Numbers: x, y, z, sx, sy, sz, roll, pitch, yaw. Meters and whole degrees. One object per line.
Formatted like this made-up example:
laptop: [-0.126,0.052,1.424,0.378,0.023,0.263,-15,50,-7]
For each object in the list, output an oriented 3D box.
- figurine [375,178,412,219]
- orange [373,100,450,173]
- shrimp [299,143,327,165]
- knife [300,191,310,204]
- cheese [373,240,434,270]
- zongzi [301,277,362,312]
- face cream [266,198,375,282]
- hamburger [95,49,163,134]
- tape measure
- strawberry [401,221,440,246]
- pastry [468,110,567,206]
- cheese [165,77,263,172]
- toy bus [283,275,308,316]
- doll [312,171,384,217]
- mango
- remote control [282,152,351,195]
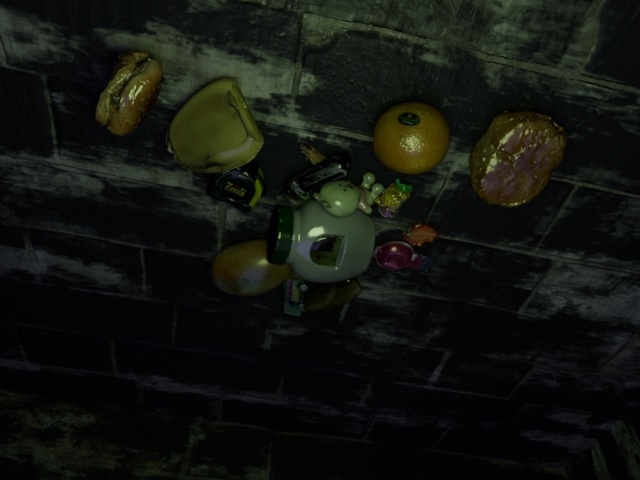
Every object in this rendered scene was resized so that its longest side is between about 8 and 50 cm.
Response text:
figurine: [0.246,-0.160,1.641,0.114,0.095,0.156,33,146,2]
orange: [0.276,-0.308,1.423,0.236,0.236,0.237,1,131,2]
shrimp: [-0.031,-0.255,1.606,0.178,0.034,0.124,31,129,-33]
knife: [-0.062,-0.126,1.730,0.054,0.015,0.212,2,131,1]
cheese: [0.324,0.067,1.847,0.244,0.062,0.155,13,131,-9]
zongzi: [0.048,0.221,1.897,0.220,0.242,0.112,-26,83,12]
face cream: [0.000,0.000,1.683,0.356,0.219,0.313,8,110,-15]
hamburger: [-0.555,-0.415,1.359,0.146,0.243,0.286,31,141,-24]
tape measure: [-0.277,-0.202,1.615,0.198,0.112,0.186,23,135,-23]
strawberry: [0.373,-0.028,1.775,0.152,0.048,0.104,3,125,-18]
pastry: [0.607,-0.261,1.484,0.254,0.162,0.311,26,118,-5]
cheese: [-0.342,-0.328,1.462,0.315,0.128,0.260,-25,91,18]
toy bus: [-0.100,0.207,1.975,0.109,0.091,0.262,9,129,4]
doll: [0.090,-0.139,1.565,0.274,0.155,0.113,-20,148,-35]
mango: [-0.241,0.103,1.823,0.383,0.199,0.222,-9,112,-1]
remote control: [-0.014,-0.207,1.586,0.265,0.066,0.090,-24,137,25]
